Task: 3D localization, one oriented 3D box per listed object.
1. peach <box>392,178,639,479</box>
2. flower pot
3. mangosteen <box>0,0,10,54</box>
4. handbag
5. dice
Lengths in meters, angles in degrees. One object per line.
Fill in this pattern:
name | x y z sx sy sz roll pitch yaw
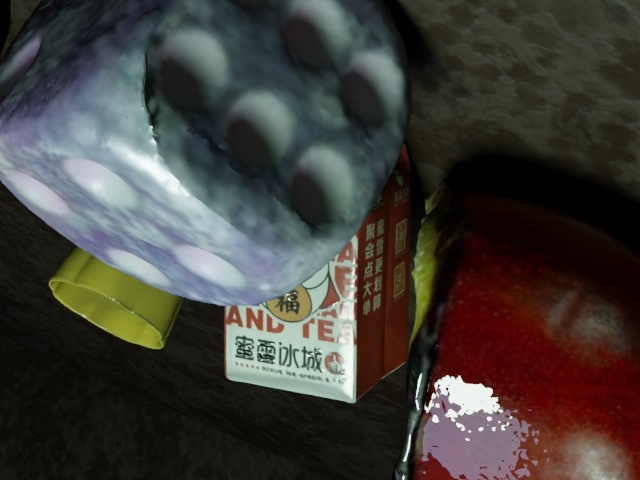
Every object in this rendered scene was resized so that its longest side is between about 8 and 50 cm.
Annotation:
peach | 0.207 0.134 1.119 0.353 0.339 0.416 -31 123 29
flower pot | -0.277 0.038 1.647 0.195 0.179 0.195 22 157 10
mangosteen | -0.424 -0.200 0.877 0.306 0.359 0.306 56 169 17
handbag | -0.005 0.005 1.160 0.171 0.298 0.151 7 -164 27
dice | -0.106 -0.119 0.959 0.270 0.270 0.271 40 155 -31
